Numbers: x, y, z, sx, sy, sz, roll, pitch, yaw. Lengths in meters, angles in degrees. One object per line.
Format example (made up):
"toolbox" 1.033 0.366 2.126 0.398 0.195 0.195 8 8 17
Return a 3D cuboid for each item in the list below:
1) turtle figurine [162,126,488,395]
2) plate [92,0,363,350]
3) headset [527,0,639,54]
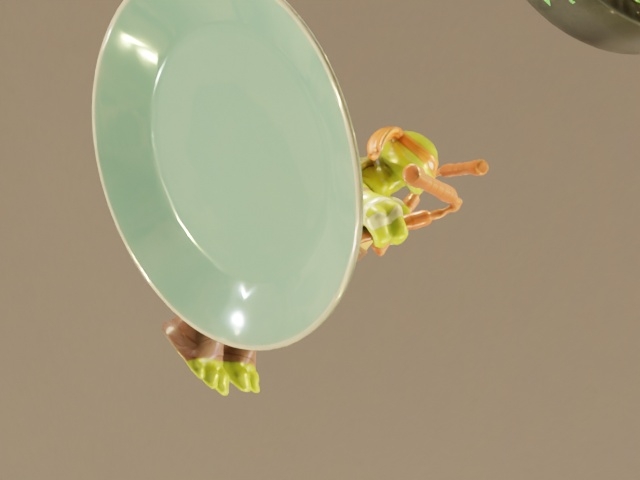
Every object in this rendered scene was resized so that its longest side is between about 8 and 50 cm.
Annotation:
"turtle figurine" 0.000 0.000 1.020 0.217 0.269 0.087 -44 -90 6
"plate" -0.042 -0.040 0.777 0.024 0.188 0.188 -18 -102 -43
"headset" 0.267 -0.284 1.111 0.394 0.185 0.243 -32 -84 -37
